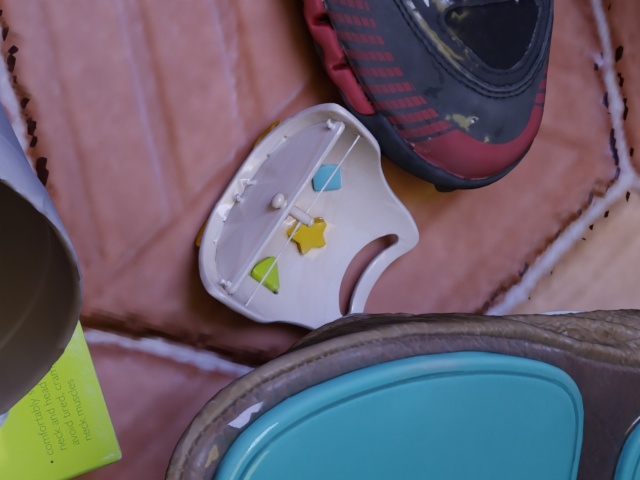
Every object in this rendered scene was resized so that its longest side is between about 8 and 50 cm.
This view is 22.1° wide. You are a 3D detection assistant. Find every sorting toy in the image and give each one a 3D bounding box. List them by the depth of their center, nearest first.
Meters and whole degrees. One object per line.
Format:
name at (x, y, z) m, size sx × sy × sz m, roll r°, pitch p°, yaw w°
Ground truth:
sorting toy at (0.000, 0.000, 0.624) m, size 0.075 × 0.045 × 0.083 m, roll 37°, pitch 83°, yaw -29°

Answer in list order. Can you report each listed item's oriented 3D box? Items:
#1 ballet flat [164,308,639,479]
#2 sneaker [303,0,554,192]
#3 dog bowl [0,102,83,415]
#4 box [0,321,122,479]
ballet flat at (0.071, 0.066, 0.605) m, size 0.342 × 0.124 × 0.116 m, roll -4°, pitch 110°, yaw -34°
sneaker at (0.048, -0.153, 0.588) m, size 0.098 × 0.135 × 0.276 m, roll -10°, pitch 96°, yaw -28°
dog bowl at (-0.231, -0.003, 0.343) m, size 0.349 × 0.349 × 0.102 m, roll -6°, pitch 69°, yaw -23°
box at (-0.168, 0.053, 0.550) m, size 0.178 × 0.042 × 0.109 m, roll -20°, pitch 97°, yaw -22°
